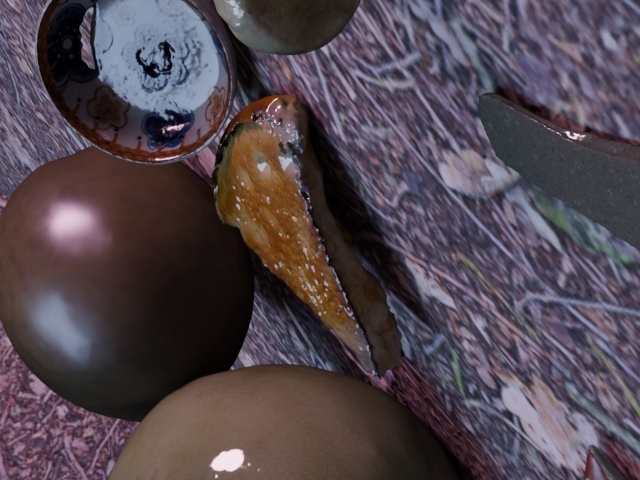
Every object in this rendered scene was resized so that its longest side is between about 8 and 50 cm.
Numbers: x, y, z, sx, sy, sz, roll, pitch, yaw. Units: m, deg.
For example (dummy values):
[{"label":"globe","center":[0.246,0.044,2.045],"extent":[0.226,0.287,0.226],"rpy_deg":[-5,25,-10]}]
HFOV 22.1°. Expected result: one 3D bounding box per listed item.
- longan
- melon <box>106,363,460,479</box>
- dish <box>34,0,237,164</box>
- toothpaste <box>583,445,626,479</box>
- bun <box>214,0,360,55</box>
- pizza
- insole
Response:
[{"label":"longan","center":[-0.159,0.043,1.357],"extent":[0.248,0.248,0.248],"rpy_deg":[50,166,18]},{"label":"melon","center":[-0.029,0.220,1.234],"extent":[0.308,0.272,0.272],"rpy_deg":[-28,97,49]},{"label":"dish","center":[-0.111,-0.130,1.095],"extent":[0.141,0.078,0.141],"rpy_deg":[9,123,15]},{"label":"toothpaste","center":[0.171,0.193,0.981],"extent":[0.062,0.039,0.239],"rpy_deg":[55,166,29]},{"label":"bun","center":[-0.019,-0.129,0.765],"extent":[0.055,0.086,0.086],"rpy_deg":[25,148,53]},{"label":"pizza","center":[0.000,0.000,1.071],"extent":[0.195,0.052,0.185],"rpy_deg":[58,160,6]},{"label":"insole","center":[0.124,-0.021,0.686],"extent":[0.192,0.010,0.063],"rpy_deg":[37,157,53]}]
